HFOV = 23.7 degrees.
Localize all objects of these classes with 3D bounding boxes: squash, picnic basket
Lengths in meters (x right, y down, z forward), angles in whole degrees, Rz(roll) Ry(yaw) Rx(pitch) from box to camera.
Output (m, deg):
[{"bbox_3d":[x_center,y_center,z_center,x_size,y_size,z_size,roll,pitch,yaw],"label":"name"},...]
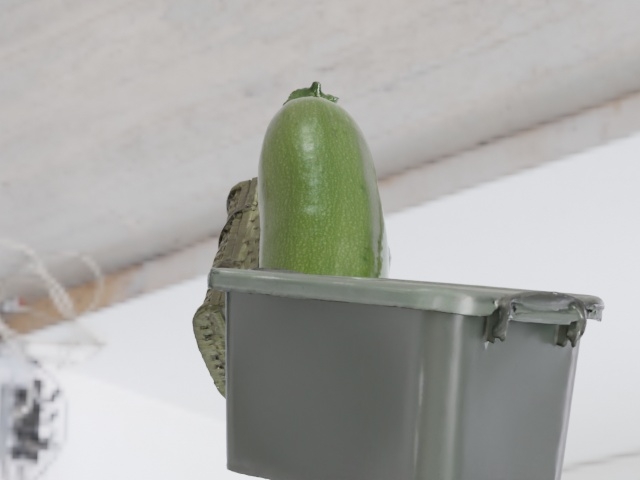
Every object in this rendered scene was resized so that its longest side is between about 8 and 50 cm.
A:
[{"bbox_3d":[0.000,0.000,1.215,0.107,0.395,0.107,0,131,0],"label":"squash"},{"bbox_3d":[-0.029,0.040,1.417,0.154,0.196,0.134,-9,127,16],"label":"picnic basket"}]

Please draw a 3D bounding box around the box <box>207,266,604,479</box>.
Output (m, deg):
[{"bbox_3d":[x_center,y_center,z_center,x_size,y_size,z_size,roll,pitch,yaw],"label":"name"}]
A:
[{"bbox_3d":[0.045,0.090,0.953,0.163,0.135,0.243,5,180,-43],"label":"box"}]
